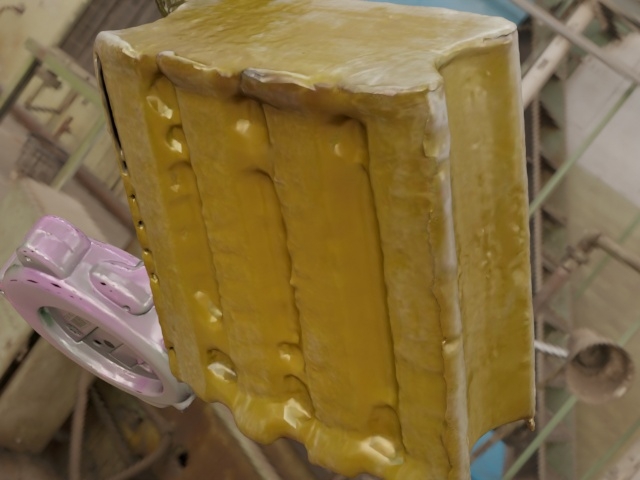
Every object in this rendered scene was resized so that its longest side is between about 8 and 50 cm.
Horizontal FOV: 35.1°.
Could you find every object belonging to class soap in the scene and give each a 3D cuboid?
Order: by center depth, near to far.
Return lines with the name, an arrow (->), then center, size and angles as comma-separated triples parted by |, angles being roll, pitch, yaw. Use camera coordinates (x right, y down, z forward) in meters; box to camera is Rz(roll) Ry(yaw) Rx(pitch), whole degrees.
soap -> 0.000, 0.000, 0.745 | 0.293, 0.156, 0.335 | 16, -51, 38

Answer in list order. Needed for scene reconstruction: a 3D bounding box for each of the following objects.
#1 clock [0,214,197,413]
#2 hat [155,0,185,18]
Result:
clock -> -0.221, 0.081, 1.082 | 0.248, 0.090, 0.227 | 37, -29, -13
hat -> -0.064, -0.224, 0.846 | 0.146, 0.146, 0.067 | 35, 42, -16
